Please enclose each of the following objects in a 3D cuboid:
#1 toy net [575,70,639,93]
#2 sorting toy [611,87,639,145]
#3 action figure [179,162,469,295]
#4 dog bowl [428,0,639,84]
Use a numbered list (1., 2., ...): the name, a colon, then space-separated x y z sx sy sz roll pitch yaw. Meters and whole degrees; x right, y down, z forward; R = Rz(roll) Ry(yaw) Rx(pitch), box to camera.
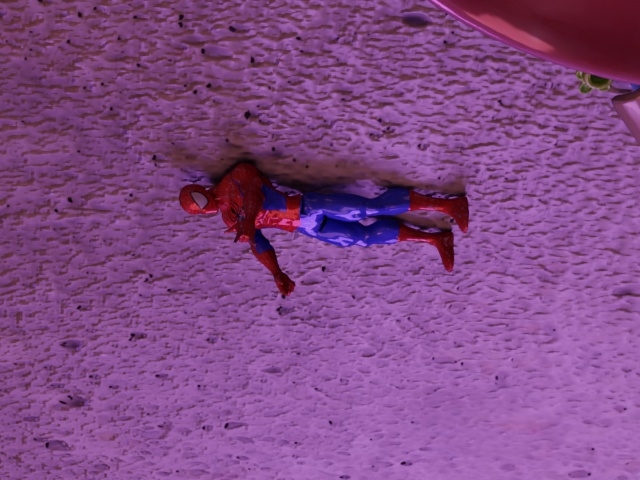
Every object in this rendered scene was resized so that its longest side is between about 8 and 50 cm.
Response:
1. toy net: 0.316 -0.213 1.563 0.122 0.045 0.232 15 132 -13
2. sorting toy: 0.381 -0.142 1.581 0.229 0.041 0.307 -29 140 16
3. action figure: 0.000 0.000 1.714 0.280 0.139 0.091 10 133 -7
4. dog bowl: 0.202 -0.244 1.247 0.408 0.150 0.408 20 167 5
